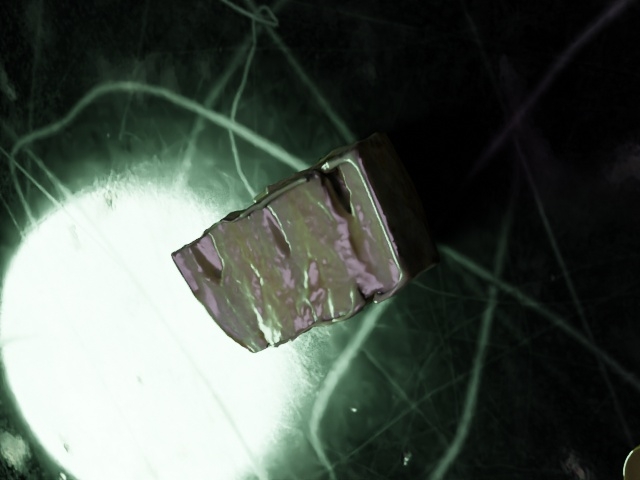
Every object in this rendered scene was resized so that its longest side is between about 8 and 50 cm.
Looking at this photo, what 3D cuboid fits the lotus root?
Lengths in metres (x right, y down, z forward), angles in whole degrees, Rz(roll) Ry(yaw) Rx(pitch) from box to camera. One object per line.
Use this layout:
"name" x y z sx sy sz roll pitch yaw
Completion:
"lotus root" 0.000 0.000 1.204 0.235 0.138 0.119 -27 95 46

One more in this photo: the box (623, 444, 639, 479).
"box" 0.322 0.167 1.008 0.201 0.090 0.144 -31 86 46
